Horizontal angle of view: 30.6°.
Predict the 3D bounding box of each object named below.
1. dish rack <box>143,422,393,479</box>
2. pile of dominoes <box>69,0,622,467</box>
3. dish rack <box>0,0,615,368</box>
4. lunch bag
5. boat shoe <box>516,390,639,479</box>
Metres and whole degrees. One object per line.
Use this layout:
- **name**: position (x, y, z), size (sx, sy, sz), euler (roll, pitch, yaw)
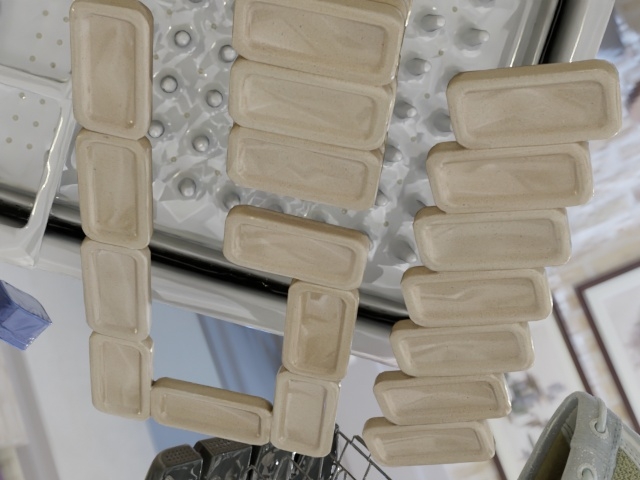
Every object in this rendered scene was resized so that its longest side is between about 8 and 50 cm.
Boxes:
- **dish rack**: position (0.000, 0.241, 0.921), size (0.208, 0.271, 0.074), euler (-8, 123, -40)
- **pile of dominoes**: position (0.000, 0.000, 0.484), size (0.196, 0.040, 0.251), euler (12, 134, 4)
- **dish rack**: position (-0.032, -0.103, 0.604), size (0.333, 0.285, 0.072), euler (17, -176, -9)
- **lunch bag**: position (-0.427, 0.105, 1.597), size (0.065, 0.067, 0.098), euler (-47, 137, 4)
- **boat shoe**: position (0.087, 0.225, 0.635), size (0.320, 0.103, 0.118), euler (-45, -179, -19)
